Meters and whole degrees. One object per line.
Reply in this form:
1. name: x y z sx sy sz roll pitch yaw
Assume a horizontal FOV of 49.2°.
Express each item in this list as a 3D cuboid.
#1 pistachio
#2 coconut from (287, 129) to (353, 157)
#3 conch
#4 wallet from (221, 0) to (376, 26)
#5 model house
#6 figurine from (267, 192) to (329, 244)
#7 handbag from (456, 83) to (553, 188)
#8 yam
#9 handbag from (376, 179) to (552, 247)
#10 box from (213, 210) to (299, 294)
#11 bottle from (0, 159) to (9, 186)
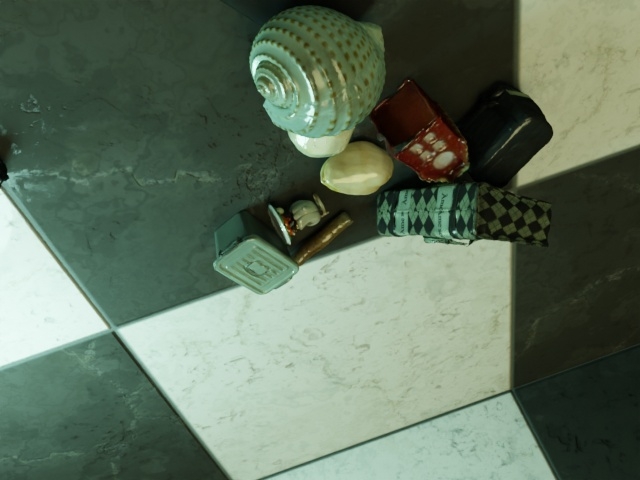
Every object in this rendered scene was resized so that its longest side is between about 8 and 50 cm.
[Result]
1. pistachio: 0.098 -0.196 1.895 0.200 0.117 0.145 -5 98 -6
2. coconut: 0.007 -0.293 1.713 0.161 0.161 0.162 -1 143 -21
3. conch: 0.016 -0.356 1.502 0.319 0.215 0.303 -20 121 -7
4. wallet: -0.082 -0.553 1.482 0.406 0.062 0.228 23 123 -39
5. model house: 0.280 -0.268 1.824 0.254 0.196 0.160 27 119 -40
6. figurine: -0.058 -0.076 1.964 0.153 0.132 0.132 -28 139 -10
7. handbag: 0.490 -0.282 1.901 0.181 0.181 0.254 16 127 -36
8. yam: 0.000 0.000 2.099 0.241 0.057 0.056 -39 135 17
9. handbag: 0.400 -0.069 1.961 0.316 0.416 0.180 6 88 -33
10. box: -0.192 0.032 2.000 0.163 0.135 0.243 -36 137 19
11. bottle: -0.823 -0.099 1.659 0.244 0.082 0.072 -44 178 25
